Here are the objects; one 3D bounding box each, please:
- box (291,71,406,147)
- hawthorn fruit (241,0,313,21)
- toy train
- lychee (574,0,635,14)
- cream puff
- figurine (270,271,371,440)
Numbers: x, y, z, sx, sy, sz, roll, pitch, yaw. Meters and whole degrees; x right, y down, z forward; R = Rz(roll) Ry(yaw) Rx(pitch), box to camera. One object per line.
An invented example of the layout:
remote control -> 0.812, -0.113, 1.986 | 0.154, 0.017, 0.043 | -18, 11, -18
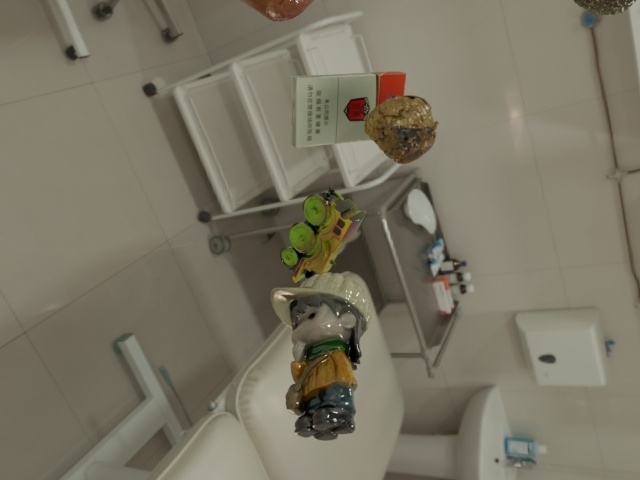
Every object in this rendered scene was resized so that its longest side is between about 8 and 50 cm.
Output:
box -> 0.058, -0.265, 1.051 | 0.245, 0.035, 0.139 | -9, 117, -23
hawthorn fruit -> -0.122, -0.800, 1.496 | 0.298, 0.277, 0.276 | 106, -15, -75
toy train -> 0.000, 0.000, 1.398 | 0.160, 0.296, 0.100 | 40, 37, 16
lychee -> 0.622, -0.569, 1.136 | 0.171, 0.171, 0.171 | 19, 67, -54
cream puff -> 0.147, -0.204, 0.954 | 0.133, 0.119, 0.104 | 16, 42, -11
figurine -> 0.022, 0.223, 1.057 | 0.205, 0.185, 0.332 | 8, 56, -37
